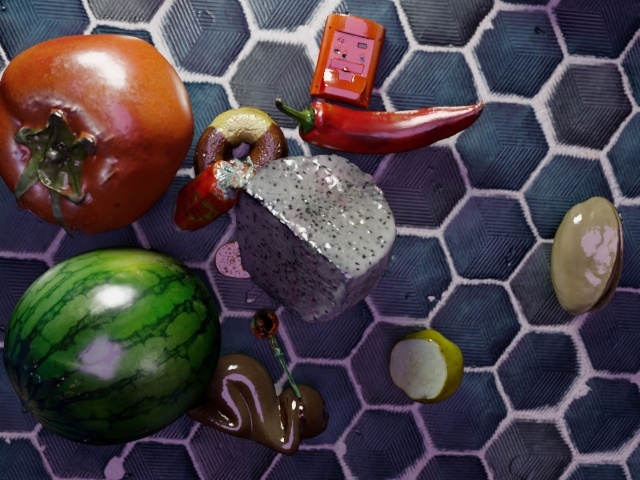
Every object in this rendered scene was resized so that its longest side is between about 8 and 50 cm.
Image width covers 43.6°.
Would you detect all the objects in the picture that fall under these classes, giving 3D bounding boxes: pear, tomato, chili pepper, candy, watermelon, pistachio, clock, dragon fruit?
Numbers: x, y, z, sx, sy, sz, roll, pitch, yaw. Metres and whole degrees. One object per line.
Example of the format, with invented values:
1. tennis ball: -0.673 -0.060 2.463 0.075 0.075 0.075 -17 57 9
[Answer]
1. pear: 0.208 0.237 1.517 0.141 0.104 0.141 -1 87 31
2. tomato: -0.373 -0.184 1.352 0.341 0.273 0.341 9 116 18
3. chili pepper: 0.098 -0.216 1.445 0.368 0.137 0.092 -2 55 -9
4. candy: -0.199 -0.075 1.392 0.059 0.292 0.086 18 60 -33
5. watermelon: -0.348 0.176 1.354 0.363 0.363 0.363 0 97 -3
6. pistachio: 0.499 0.029 1.493 0.136 0.136 0.226 5 97 -4
7. clock: 0.051 -0.329 1.460 0.113 0.061 0.155 12 94 -4
8. candy: -0.078 0.212 1.495 0.055 0.049 0.184 -29 70 2
9. dragon fruit: 0.000 0.000 1.432 0.283 0.221 0.204 40 50 21

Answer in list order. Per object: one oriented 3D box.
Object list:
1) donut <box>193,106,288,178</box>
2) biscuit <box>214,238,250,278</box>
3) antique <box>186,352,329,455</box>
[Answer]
1. donut: -0.149 -0.155 1.465 0.184 0.073 0.166 -38 95 0
2. biscuit: -0.154 0.033 1.515 0.091 0.015 0.078 8 95 -5
3. antique: -0.107 0.306 1.504 0.257 0.121 0.143 22 86 1
